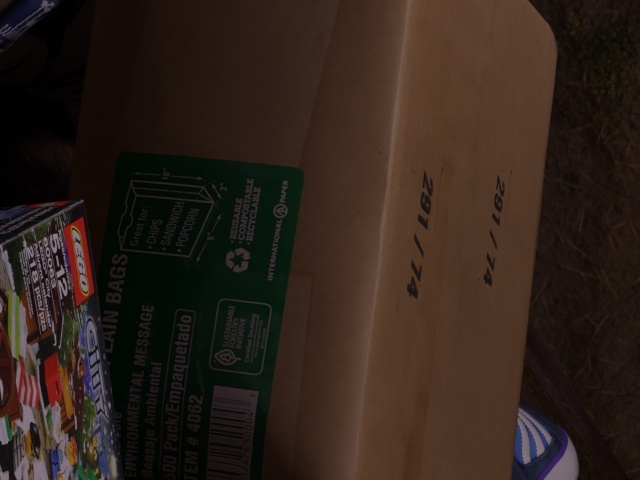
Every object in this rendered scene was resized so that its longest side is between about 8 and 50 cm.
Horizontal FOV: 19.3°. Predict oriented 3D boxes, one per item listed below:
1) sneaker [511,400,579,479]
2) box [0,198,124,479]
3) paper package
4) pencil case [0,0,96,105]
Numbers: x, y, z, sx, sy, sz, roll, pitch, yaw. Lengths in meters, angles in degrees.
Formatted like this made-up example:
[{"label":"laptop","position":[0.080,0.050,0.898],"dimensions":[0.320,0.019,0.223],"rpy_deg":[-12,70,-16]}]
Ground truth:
[{"label":"sneaker","position":[0.100,0.126,1.539],"dimensions":[0.236,0.130,0.323],"rpy_deg":[62,16,-5]},{"label":"box","position":[-0.107,0.111,0.668],"dimensions":[0.159,0.044,0.233],"rpy_deg":[-50,133,-77]},{"label":"paper package","position":[0.000,0.000,0.980],"dimensions":[0.309,0.168,0.325],"rpy_deg":[27,69,-68]},{"label":"pencil case","position":[-0.151,-0.160,1.074],"dimensions":[0.410,0.183,0.160],"rpy_deg":[-6,83,-78]}]
